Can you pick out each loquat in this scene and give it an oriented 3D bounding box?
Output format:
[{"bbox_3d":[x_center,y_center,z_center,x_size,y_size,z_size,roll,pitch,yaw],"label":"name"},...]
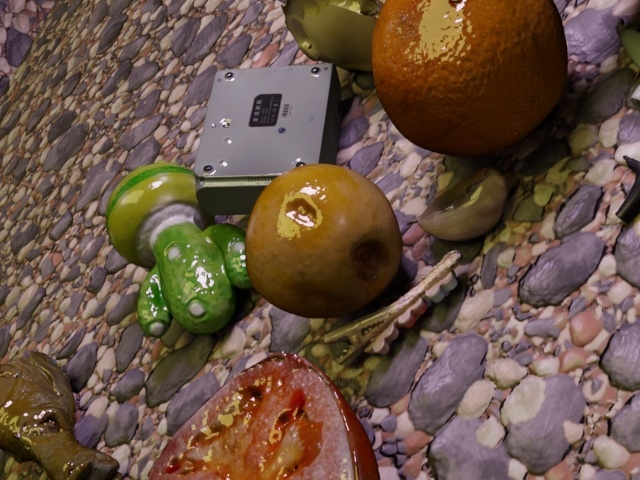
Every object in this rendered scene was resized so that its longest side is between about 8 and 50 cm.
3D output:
[{"bbox_3d":[0.004,-0.003,1.259,0.213,0.213,0.213,-30,42,31],"label":"loquat"}]

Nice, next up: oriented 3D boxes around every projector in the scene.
[{"bbox_3d":[-0.079,-0.161,1.508,0.198,0.108,0.250,-1,56,13],"label":"projector"}]

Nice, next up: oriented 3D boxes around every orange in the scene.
[{"bbox_3d":[0.186,-0.229,1.211,0.264,0.264,0.264,-30,42,31],"label":"orange"}]

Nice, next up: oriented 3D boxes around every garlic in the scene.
[{"bbox_3d":[0.182,-0.035,1.218,0.152,0.066,0.084,-38,11,16],"label":"garlic"}]

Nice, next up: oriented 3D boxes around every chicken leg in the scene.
[{"bbox_3d":[-0.447,0.317,1.588,0.429,0.201,0.152,24,109,49],"label":"chicken leg"}]

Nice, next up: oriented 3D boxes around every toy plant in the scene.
[{"bbox_3d":[-0.227,0.024,1.558,0.224,0.184,0.316,-41,46,3],"label":"toy plant"}]

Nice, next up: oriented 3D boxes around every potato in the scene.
[{"bbox_3d":[0.085,-0.387,1.496,0.242,0.242,0.285,-62,17,-11],"label":"potato"}]

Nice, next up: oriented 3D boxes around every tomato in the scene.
[{"bbox_3d":[-0.050,0.317,1.119,0.338,0.144,0.338,-25,48,31],"label":"tomato"}]

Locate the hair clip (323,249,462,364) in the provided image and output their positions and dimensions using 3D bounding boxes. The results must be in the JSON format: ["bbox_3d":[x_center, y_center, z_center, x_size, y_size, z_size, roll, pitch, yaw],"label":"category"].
[{"bbox_3d":[0.101,0.091,1.216,0.214,0.056,0.062,-34,23,14],"label":"hair clip"}]

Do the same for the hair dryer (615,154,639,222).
[{"bbox_3d":[0.350,-0.067,1.081,0.079,0.031,0.083,-52,20,18],"label":"hair dryer"}]

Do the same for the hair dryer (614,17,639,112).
[{"bbox_3d":[0.418,-0.235,1.119,0.206,0.075,0.237,-41,29,7],"label":"hair dryer"}]
